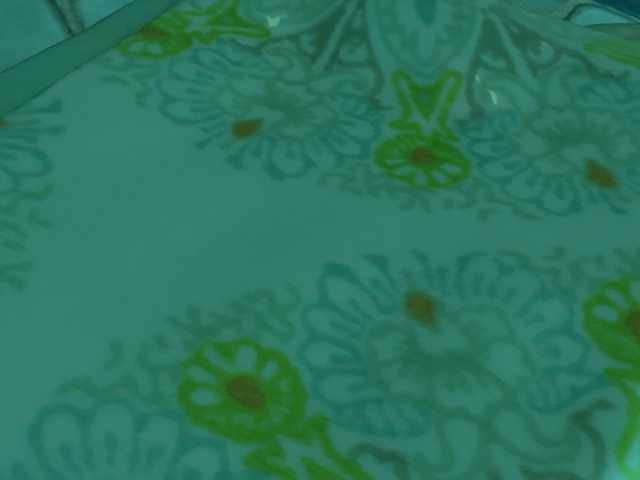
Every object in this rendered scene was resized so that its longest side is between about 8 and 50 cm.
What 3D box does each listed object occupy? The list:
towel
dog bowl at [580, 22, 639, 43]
[{"bbox_3d":[0.000,0.000,0.422,0.321,0.090,0.374,23,46,21],"label":"towel"},{"bbox_3d":[0.311,0.005,0.677,0.408,0.150,0.408,10,32,-6],"label":"dog bowl"}]
